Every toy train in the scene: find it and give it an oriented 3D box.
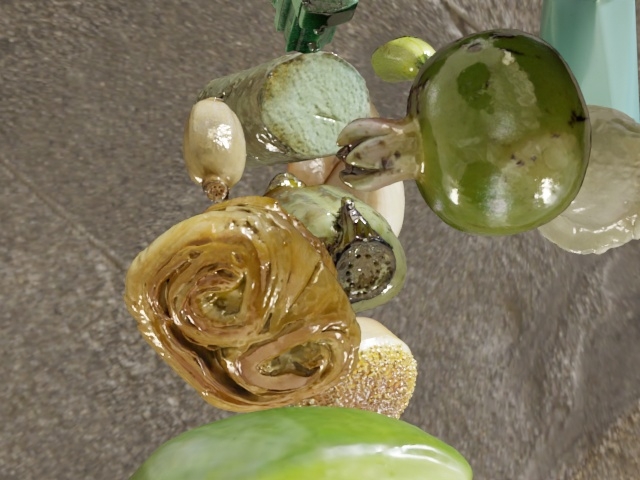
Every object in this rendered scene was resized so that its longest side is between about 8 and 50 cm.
[{"bbox_3d":[-0.013,-0.238,0.932,0.071,0.170,0.111,-14,82,-10],"label":"toy train"}]

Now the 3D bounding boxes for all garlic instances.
[{"bbox_3d":[0.033,-0.106,1.718,0.249,0.286,0.313,25,118,-14],"label":"garlic"}]

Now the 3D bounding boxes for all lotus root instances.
[{"bbox_3d":[-0.117,-0.103,1.080,0.062,0.073,0.150,-30,49,30],"label":"lotus root"},{"bbox_3d":[0.000,0.000,1.223,0.173,0.309,0.173,-6,111,-18],"label":"lotus root"}]

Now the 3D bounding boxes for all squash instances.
[{"bbox_3d":[0.158,-0.306,1.643,0.090,0.200,0.075,35,86,-21],"label":"squash"}]

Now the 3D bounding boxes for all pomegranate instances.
[{"bbox_3d":[0.131,-0.076,0.840,0.210,0.179,0.179,-36,88,7],"label":"pomegranate"}]

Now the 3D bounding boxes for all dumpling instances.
[{"bbox_3d":[0.293,-0.067,1.072,0.215,0.126,0.166,5,109,34],"label":"dumpling"}]

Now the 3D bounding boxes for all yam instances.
[{"bbox_3d":[-0.070,-0.196,1.504,0.168,0.304,0.168,0,90,-31],"label":"yam"}]

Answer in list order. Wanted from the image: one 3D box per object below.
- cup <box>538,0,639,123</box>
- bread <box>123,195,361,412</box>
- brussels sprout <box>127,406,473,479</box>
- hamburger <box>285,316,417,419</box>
[{"bbox_3d":[0.338,-0.220,1.239,0.134,0.148,0.236,-26,133,-18],"label":"cup"},{"bbox_3d":[-0.076,0.067,0.963,0.198,0.120,0.236,-26,120,19],"label":"bread"},{"bbox_3d":[-0.017,0.296,0.648,0.314,0.276,0.371,-14,108,-6],"label":"brussels sprout"},{"bbox_3d":[0.060,0.295,1.987,0.302,0.302,0.170,-43,52,13],"label":"hamburger"}]
